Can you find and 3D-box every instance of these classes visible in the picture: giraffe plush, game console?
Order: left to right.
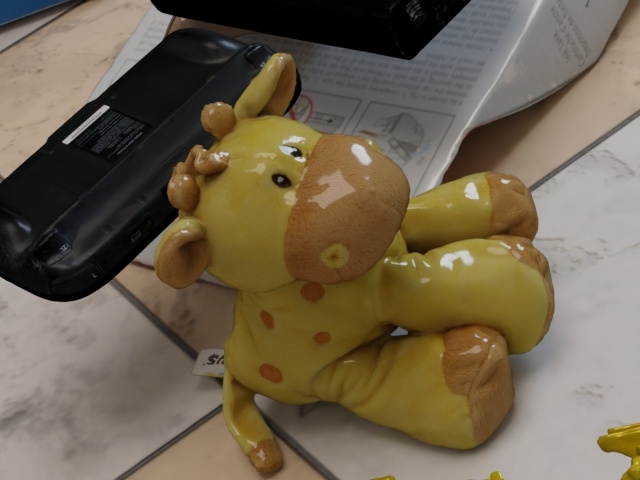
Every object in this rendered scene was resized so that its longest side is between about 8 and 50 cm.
[{"bbox_3d":[-0.062,-0.100,1.045,0.213,0.044,0.361,17,52,43],"label":"game console"},{"bbox_3d":[0.000,0.000,0.931,0.210,0.170,0.181,-15,46,12],"label":"giraffe plush"}]

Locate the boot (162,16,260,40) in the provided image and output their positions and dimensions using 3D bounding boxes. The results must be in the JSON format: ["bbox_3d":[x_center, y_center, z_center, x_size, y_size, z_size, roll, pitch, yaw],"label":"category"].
[{"bbox_3d":[-0.039,-0.146,1.164,0.087,0.042,0.118,27,74,40],"label":"boot"}]

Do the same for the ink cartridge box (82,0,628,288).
[{"bbox_3d":[0.019,-0.119,1.198,0.308,0.091,0.385,13,66,38],"label":"ink cartridge box"}]

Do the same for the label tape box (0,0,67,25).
[{"bbox_3d":[-0.302,-0.291,1.537,0.240,0.106,0.334,-19,35,4],"label":"label tape box"}]

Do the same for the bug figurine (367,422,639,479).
[{"bbox_3d":[0.067,0.129,0.758,0.279,0.072,0.216,-14,-4,22],"label":"bug figurine"}]
